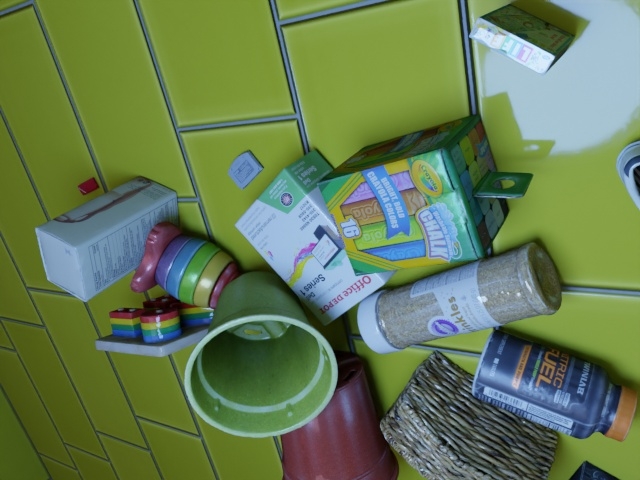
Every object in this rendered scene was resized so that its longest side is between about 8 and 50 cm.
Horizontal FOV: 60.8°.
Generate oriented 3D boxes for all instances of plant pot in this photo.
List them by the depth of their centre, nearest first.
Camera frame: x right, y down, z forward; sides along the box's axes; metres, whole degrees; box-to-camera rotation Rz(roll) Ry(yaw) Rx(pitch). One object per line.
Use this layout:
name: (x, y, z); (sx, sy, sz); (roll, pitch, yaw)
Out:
plant pot: (-0.119, 0.197, 1.089); (0.276, 0.254, 0.276); (-3, 116, -6)
plant pot: (0.018, 0.407, 1.210); (0.272, 0.272, 0.265); (-2, 107, 35)

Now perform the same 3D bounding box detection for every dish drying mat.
dish drying mat: (-0.629, -0.145, 1.477); (0.083, 0.008, 0.032); (-15, 106, 39)

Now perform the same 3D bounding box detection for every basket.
basket: (0.262, 0.416, 1.065); (0.299, 0.213, 0.223); (34, 129, 14)

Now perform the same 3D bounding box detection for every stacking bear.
stacking bear: (-0.258, 0.090, 1.268); (0.289, 0.164, 0.175); (26, 103, 6)

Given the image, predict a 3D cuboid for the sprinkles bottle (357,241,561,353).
sprinkles bottle: (0.232, 0.111, 0.971); (0.355, 0.121, 0.121); (-25, 101, 40)

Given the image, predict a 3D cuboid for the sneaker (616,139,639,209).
sneaker: (0.496, -0.022, 0.734); (0.258, 0.091, 0.094); (45, 132, 4)

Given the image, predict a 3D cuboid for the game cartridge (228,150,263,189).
game cartridge: (-0.160, -0.151, 1.153); (0.056, 0.017, 0.083); (49, 132, -5)

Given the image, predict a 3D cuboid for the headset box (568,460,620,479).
headset box: (0.552, 0.592, 1.027); (0.283, 0.131, 0.246); (28, 128, 19)

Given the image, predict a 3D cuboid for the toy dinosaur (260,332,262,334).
toy dinosaur: (-0.136, 0.294, 1.322); (0.092, 0.053, 0.183); (25, 126, 22)

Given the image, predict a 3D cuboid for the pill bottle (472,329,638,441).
pill bottle: (0.398, 0.253, 0.935); (0.245, 0.130, 0.130); (18, 124, 24)

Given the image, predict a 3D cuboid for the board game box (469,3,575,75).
board game box: (0.265, -0.265, 0.707); (0.103, 0.154, 0.026); (34, 130, 14)

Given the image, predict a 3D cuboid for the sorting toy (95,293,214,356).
sorting toy: (-0.379, 0.197, 1.356); (0.255, 0.257, 0.089); (-3, 97, 35)

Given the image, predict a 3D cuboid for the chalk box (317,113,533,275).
chalk box: (0.178, -0.075, 0.862); (0.289, 0.180, 0.179); (-12, 109, 37)

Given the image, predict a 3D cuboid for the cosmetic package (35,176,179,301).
cosmetic package: (-0.475, -0.014, 1.256); (0.129, 0.296, 0.153); (23, 126, 20)

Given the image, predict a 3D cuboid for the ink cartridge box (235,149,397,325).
ink cartridge box: (0.000, 0.000, 1.064); (0.278, 0.117, 0.201); (48, 132, 0)
